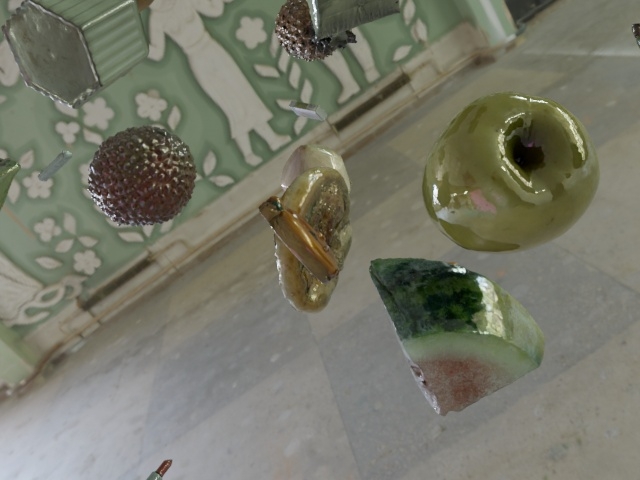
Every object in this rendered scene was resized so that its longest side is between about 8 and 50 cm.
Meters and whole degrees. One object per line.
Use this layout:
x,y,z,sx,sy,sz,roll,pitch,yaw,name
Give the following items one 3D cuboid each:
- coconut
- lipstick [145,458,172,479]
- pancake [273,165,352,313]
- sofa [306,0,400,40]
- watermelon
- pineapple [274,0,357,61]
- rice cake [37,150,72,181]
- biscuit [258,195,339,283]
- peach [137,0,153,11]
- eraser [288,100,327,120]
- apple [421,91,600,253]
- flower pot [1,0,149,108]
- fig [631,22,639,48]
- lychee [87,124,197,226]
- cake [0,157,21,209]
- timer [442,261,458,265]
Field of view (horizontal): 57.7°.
-0.019,-0.198,1.833,0.224,0.234,0.224,-26,31,17,coconut
-0.307,0.440,1.028,0.030,0.030,0.129,1,38,38,lipstick
0.000,-0.001,1.439,0.082,0.387,0.387,9,41,24,pancake
0.033,-0.560,1.196,0.210,0.176,0.225,-24,48,-11,sofa
0.214,0.157,1.007,0.193,0.309,0.232,-101,34,-71,watermelon
0.000,-0.620,1.695,0.202,0.202,0.362,-38,29,-7,pineapple
-0.619,-0.173,1.353,0.121,0.022,0.022,-30,-13,29,rice cake
-0.028,-0.009,0.917,0.050,0.170,0.170,-41,20,2,biscuit
-0.526,-0.665,1.456,0.251,0.153,0.251,-29,-20,-11,peach
-0.027,-0.274,1.228,0.083,0.038,0.019,21,81,40,eraser
0.284,-0.101,0.908,0.262,0.262,0.262,-30,21,13,apple
-0.508,-0.420,1.224,0.239,0.209,0.190,-21,27,34,flower pot
0.453,-0.207,0.709,0.117,0.117,0.177,-40,57,-12,fig
-0.284,-0.095,0.928,0.198,0.165,0.165,-64,-2,41,lychee
-0.632,-0.012,1.002,0.157,0.172,0.284,10,40,28,cake
0.257,0.108,1.448,0.152,0.132,0.132,9,41,25,timer
